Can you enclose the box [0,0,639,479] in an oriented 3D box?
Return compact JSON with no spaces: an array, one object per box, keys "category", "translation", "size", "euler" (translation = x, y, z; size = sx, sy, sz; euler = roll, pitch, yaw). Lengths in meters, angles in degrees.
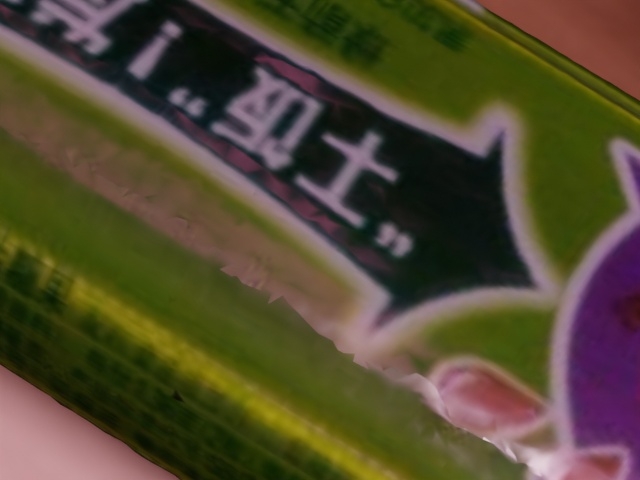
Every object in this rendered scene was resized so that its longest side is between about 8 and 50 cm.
[{"category":"box","translation":[0.000,0.000,0.446],"size":[0.345,0.097,0.134],"euler":[31,58,3]}]
